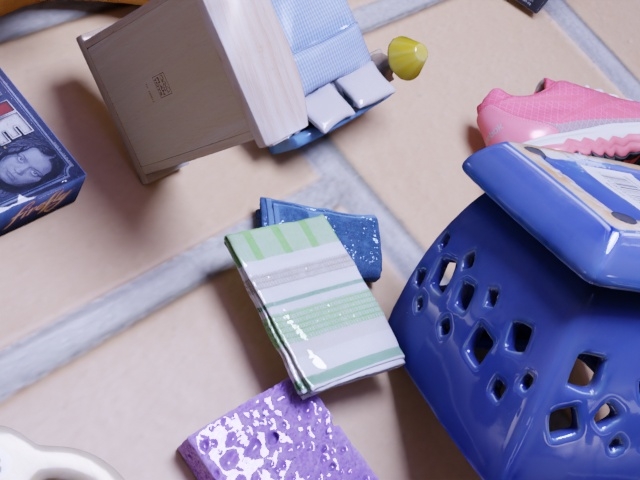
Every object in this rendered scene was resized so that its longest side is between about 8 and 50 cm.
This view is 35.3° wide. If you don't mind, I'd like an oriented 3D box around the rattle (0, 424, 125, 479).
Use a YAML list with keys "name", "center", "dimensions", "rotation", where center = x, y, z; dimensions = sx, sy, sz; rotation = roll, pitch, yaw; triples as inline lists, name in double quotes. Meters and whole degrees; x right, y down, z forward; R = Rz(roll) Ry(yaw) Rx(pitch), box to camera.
- name: "rattle"
  center: [-0.186, 0.156, 0.619]
  dimensions: [0.200, 0.143, 0.130]
  rotation: [46, 66, -1]

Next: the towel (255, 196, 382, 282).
- name: "towel"
  center: [0.000, 0.000, 0.903]
  dimensions: [0.119, 0.029, 0.067]
  rotation: [11, 54, -23]

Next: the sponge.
- name: "sponge"
  center: [-0.001, 0.210, 0.753]
  dimensions: [0.117, 0.031, 0.210]
  rotation: [-26, 73, -40]

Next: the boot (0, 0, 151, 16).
- name: "boot"
  center: [-0.176, -0.250, 0.930]
  dimensions: [0.211, 0.104, 0.295]
  rotation: [30, 44, -7]

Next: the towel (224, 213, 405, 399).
- name: "towel"
  center: [-0.006, 0.052, 0.832]
  dimensions: [0.113, 0.023, 0.152]
  rotation: [-11, 62, -39]

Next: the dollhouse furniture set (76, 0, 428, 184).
- name: "dollhouse furniture set"
  center: [-0.036, -0.223, 0.856]
  dimensions: [0.303, 0.198, 0.286]
  rotation: [-31, 103, -36]

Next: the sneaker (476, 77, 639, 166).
- name: "sneaker"
  center: [0.303, -0.131, 1.111]
  dimensions: [0.313, 0.116, 0.136]
  rotation: [-9, 62, -34]

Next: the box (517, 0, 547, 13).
- name: "box"
  center: [0.221, -0.433, 1.244]
  dimensions: [0.247, 0.163, 0.142]
  rotation: [32, 45, -7]

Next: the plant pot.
- name: "plant pot"
  center: [0.217, 0.055, 0.807]
  dimensions: [0.236, 0.212, 0.236]
  rotation: [7, 24, -23]

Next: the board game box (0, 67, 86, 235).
- name: "board game box"
  center: [-0.323, -0.101, 0.781]
  dimensions: [0.243, 0.042, 0.165]
  rotation: [49, 48, 9]
